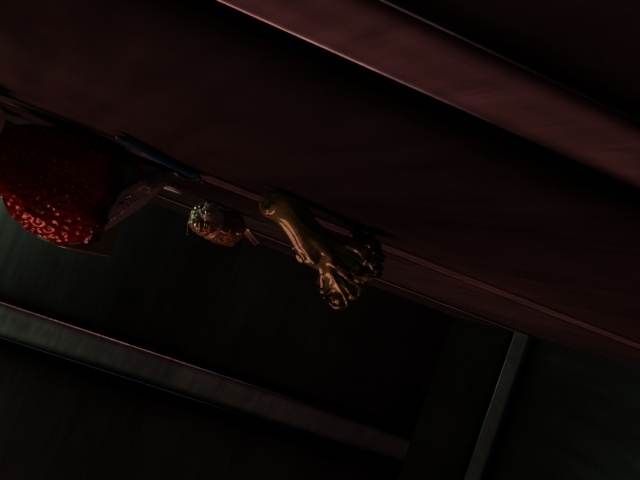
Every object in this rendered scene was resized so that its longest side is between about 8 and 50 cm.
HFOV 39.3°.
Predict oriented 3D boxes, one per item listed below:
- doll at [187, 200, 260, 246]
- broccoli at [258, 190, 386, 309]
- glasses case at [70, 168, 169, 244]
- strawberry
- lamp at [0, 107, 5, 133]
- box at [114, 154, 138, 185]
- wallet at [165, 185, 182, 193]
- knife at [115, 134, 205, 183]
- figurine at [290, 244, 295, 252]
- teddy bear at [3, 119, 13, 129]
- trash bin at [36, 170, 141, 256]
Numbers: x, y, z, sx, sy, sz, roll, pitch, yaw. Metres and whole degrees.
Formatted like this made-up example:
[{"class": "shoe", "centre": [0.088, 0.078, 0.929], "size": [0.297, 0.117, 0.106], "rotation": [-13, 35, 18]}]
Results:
[{"class": "doll", "centre": [-0.272, -0.042, 2.529], "size": [0.221, 0.105, 0.115], "rotation": [14, 139, -36]}, {"class": "broccoli", "centre": [-0.005, -0.001, 1.688], "size": [0.304, 0.165, 0.145], "rotation": [41, -165, -40]}, {"class": "glasses case", "centre": [-0.462, -0.075, 2.025], "size": [0.067, 0.282, 0.109], "rotation": [55, -167, -7]}, {"class": "strawberry", "centre": [-0.553, -0.129, 1.845], "size": [0.288, 0.239, 0.250], "rotation": [38, 163, -32]}, {"class": "lamp", "centre": [-0.661, -0.245, 1.644], "size": [0.179, 0.108, 0.246], "rotation": [28, 165, -39]}, {"class": "box", "centre": [-0.576, -0.154, 2.117], "size": [0.244, 0.153, 0.092], "rotation": [22, 176, -21]}, {"class": "wallet", "centre": [-0.428, -0.148, 2.486], "size": [0.083, 0.011, 0.044], "rotation": [19, 176, 19]}, {"class": "knife", "centre": [-0.305, -0.153, 1.736], "size": [0.044, 0.026, 0.296], "rotation": [31, -178, 27]}, {"class": "figurine", "centre": [-0.042, -0.003, 2.277], "size": [0.079, 0.077, 0.136], "rotation": [57, -179, -17]}, {"class": "teddy bear", "centre": [-0.905, -0.207, 1.934], "size": [0.367, 0.225, 0.357], "rotation": [5, 174, 20]}, {"class": "trash bin", "centre": [-0.606, -0.102, 2.299], "size": [0.219, 0.250, 0.220], "rotation": [15, 180, -39]}]
